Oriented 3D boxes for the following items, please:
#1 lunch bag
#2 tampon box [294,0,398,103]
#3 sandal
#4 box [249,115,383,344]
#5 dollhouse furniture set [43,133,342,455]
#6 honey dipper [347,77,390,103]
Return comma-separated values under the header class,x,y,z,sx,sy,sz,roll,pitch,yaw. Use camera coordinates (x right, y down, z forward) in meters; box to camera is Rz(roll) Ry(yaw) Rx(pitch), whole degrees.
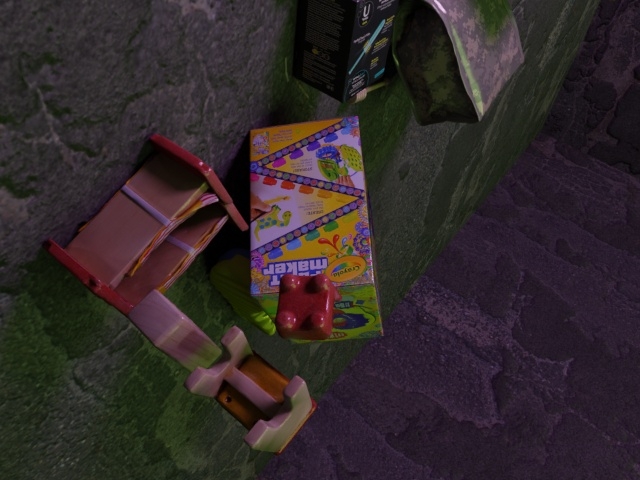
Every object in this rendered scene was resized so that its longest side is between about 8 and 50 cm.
class,x,y,z,sx,sy,sz,roll,pitch,yaw
lunch bag,0.254,-0.405,1.087,0.235,0.169,0.287,-51,129,-28
tampon box,0.038,-0.318,0.844,0.120,0.101,0.161,-41,154,-36
sandal,-0.117,0.075,1.071,0.138,0.126,0.317,-54,168,-16
box,0.000,0.000,0.932,0.290,0.177,0.279,70,15,-65
dollhouse furniture set,-0.121,0.056,0.663,0.201,0.374,0.152,-49,154,-15
honey dipper,0.101,-0.303,1.110,0.160,0.030,0.030,-35,150,-48
